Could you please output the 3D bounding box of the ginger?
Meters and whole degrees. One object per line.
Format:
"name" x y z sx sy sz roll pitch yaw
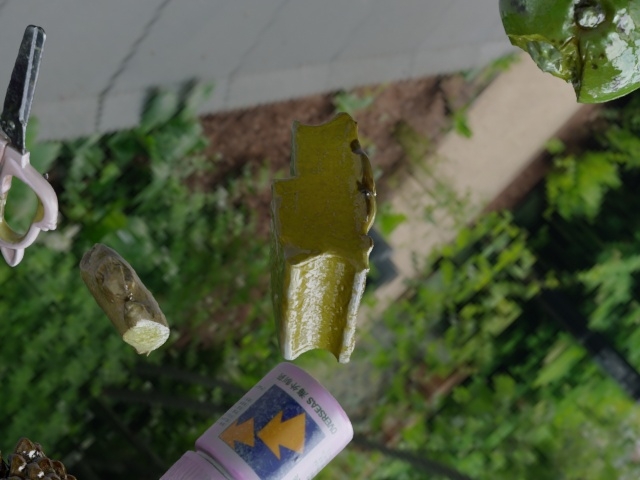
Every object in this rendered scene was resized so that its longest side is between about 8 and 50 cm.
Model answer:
"ginger" -0.287 0.067 2.082 0.074 0.213 0.137 -24 142 -17

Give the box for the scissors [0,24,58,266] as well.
"scissors" -0.329 -0.105 1.568 0.024 0.160 0.317 -47 167 -47

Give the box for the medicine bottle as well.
"medicine bottle" -0.104 0.353 2.410 0.290 0.178 0.178 -42 167 -20

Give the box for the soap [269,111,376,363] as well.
"soap" 0.000 0.000 2.058 0.143 0.259 0.281 -1 147 -2

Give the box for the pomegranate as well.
"pomegranate" 0.343 -0.288 1.807 0.236 0.236 0.302 -46 172 12

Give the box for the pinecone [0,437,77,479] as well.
"pinecone" -0.386 0.360 1.683 0.264 0.264 0.264 -40 166 -12
